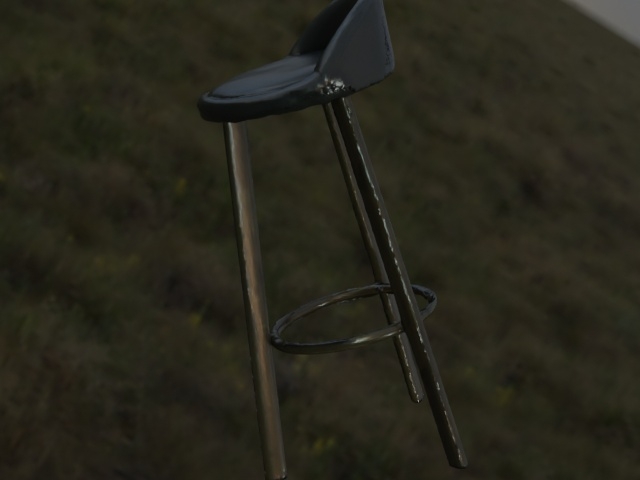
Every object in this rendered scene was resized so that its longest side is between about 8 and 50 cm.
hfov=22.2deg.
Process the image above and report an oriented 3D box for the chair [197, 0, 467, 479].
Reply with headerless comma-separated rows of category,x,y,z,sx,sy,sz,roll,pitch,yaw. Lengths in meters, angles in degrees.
chair,0.001,0.000,0.753,0.095,0.222,0.104,-12,13,-9
